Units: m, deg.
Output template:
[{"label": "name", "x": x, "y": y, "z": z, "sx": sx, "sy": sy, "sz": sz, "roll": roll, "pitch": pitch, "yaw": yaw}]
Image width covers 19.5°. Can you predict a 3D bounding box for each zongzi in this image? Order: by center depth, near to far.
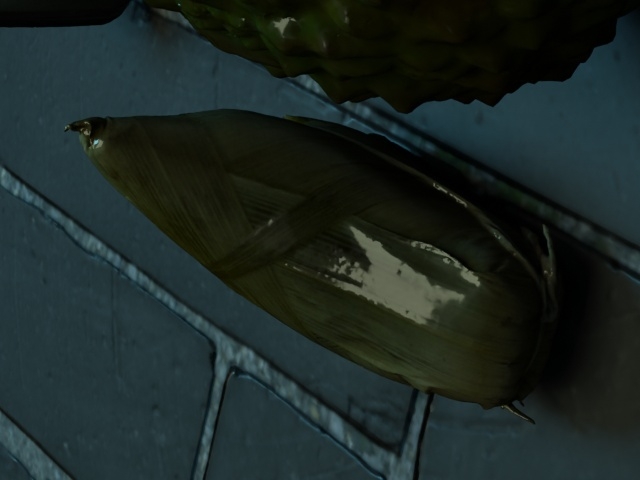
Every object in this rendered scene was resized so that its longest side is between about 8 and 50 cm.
[{"label": "zongzi", "x": 0.000, "y": 0.000, "z": 0.853, "sx": 0.194, "sy": 0.197, "sz": 0.099, "roll": 32, "pitch": 101, "yaw": 42}]

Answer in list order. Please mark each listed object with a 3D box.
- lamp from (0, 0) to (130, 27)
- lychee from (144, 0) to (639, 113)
[{"label": "lamp", "x": -0.132, "y": -0.277, "z": 1.075, "sx": 0.283, "sy": 0.125, "sz": 0.203, "roll": -48, "pitch": 45, "yaw": 38}, {"label": "lychee", "x": 0.048, "y": -0.187, "z": 0.733, "sx": 0.270, "sy": 0.320, "sz": 0.269, "roll": 176, "pitch": 90, "yaw": -73}]
